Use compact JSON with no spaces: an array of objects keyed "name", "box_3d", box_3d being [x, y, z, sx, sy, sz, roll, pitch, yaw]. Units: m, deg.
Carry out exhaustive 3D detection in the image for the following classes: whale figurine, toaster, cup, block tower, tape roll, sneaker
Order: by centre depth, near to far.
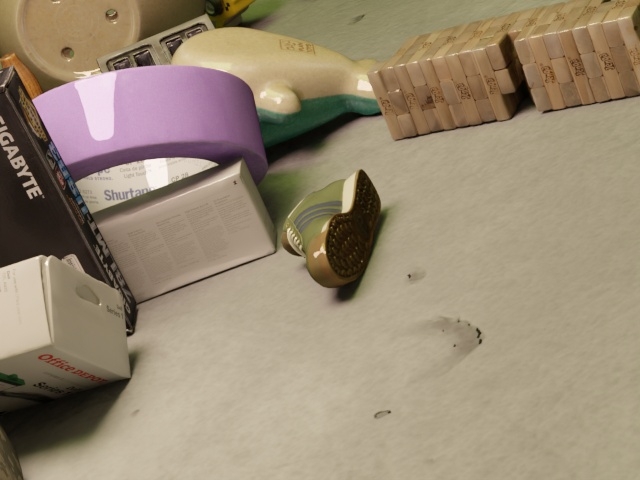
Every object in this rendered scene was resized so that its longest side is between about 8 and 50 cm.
[{"name":"sneaker","box_3d":[0.000,0.000,1.561,0.086,0.064,0.192,-23,21,24]},{"name":"block tower","box_3d":[0.222,-0.193,1.721,0.335,0.091,0.097,-9,26,32]},{"name":"tape roll","box_3d":[-0.199,-0.095,1.727,0.274,0.090,0.275,-11,-15,-3]},{"name":"whale figurine","box_3d":[-0.048,-0.170,1.914,0.272,0.141,0.216,3,24,-8]},{"name":"toaster","box_3d":[-0.191,-0.193,2.063,0.168,0.110,0.186,-23,40,-4]},{"name":"cup","box_3d":[-0.328,-0.328,2.226,0.331,0.331,0.237,-23,17,4]}]

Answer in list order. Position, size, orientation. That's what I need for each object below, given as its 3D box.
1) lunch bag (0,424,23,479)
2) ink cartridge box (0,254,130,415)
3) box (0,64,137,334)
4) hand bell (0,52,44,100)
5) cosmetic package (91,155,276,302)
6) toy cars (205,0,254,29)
[{"name":"lunch bag","box_3d":[-0.377,0.179,1.276,0.212,0.256,0.305,-26,22,-5]},{"name":"ink cartridge box","box_3d":[-0.311,0.102,1.497,0.219,0.093,0.160,-17,-21,17]},{"name":"box","box_3d":[-0.378,0.011,1.599,0.293,0.295,0.073,-20,25,9]},{"name":"hand bell","box_3d":[-0.319,-0.110,1.880,0.126,0.242,0.126,-20,23,9]},{"name":"cosmetic package","box_3d":[-0.174,0.001,1.678,0.239,0.099,0.060,-20,23,9]},{"name":"toy cars","box_3d":[-0.064,-0.399,2.484,0.393,0.087,0.176,-17,28,10]}]
